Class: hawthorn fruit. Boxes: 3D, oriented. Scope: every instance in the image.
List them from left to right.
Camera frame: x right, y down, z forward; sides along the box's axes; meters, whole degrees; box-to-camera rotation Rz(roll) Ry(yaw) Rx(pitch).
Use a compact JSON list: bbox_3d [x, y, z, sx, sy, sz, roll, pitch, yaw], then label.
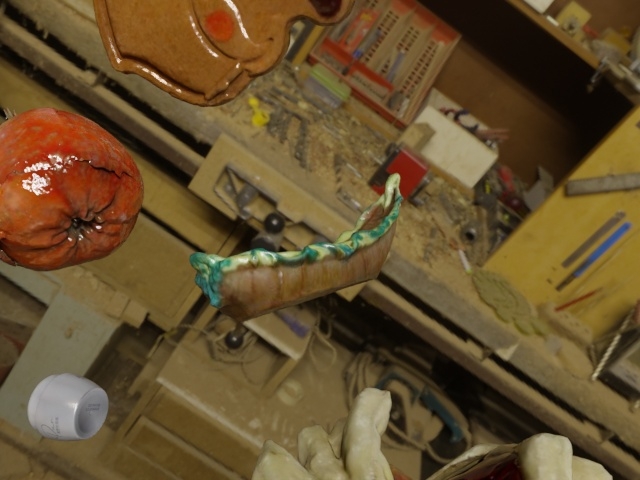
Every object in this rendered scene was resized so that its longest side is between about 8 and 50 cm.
[{"bbox_3d":[-0.461,-0.111,1.065,0.276,0.276,0.307,-5,55,-52],"label":"hawthorn fruit"}]

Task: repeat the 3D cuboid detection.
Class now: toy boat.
[{"bbox_3d":[0.007,0.009,0.644,0.293,0.108,0.099,-23,88,-40],"label":"toy boat"}]

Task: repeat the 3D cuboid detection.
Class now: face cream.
[{"bbox_3d":[-0.448,0.297,1.111,0.104,0.117,0.117,7,20,21],"label":"face cream"}]

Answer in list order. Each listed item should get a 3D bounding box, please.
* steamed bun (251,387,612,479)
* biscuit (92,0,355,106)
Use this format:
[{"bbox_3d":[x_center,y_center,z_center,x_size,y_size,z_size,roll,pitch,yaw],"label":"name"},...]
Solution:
[{"bbox_3d":[0.022,0.266,0.482,0.428,0.247,0.189,-38,109,-29],"label":"steamed bun"},{"bbox_3d":[-0.172,-0.418,0.989,0.349,0.455,0.078,58,20,-3],"label":"biscuit"}]
